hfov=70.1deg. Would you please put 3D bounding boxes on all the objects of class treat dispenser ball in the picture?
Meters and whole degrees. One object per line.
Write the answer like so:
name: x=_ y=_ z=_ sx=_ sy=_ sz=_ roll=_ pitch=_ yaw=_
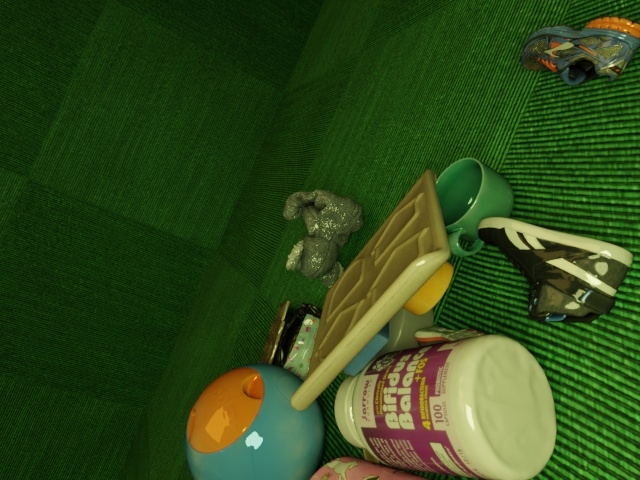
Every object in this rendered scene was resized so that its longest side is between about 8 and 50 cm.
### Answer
treat dispenser ball: x=-0.134 y=0.405 z=0.954 sx=0.288 sy=0.288 sz=0.288 roll=-47 pitch=30 yaw=38

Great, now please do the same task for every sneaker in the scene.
sneaker: x=0.401 y=-0.296 z=0.738 sx=0.221 sy=0.083 sz=0.087 roll=-136 pitch=64 yaw=-69
sneaker: x=0.217 y=0.178 z=0.735 sx=0.158 sy=0.061 sz=0.064 roll=-8 pitch=89 yaw=64
sneaker: x=0.289 y=0.043 z=0.628 sx=0.217 sy=0.079 sz=0.121 roll=22 pitch=89 yaw=57

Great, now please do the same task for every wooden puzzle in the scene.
wooden puzzle: x=0.098 y=0.072 z=0.721 sx=0.322 sy=0.081 sz=0.347 roll=-53 pitch=5 yaw=27

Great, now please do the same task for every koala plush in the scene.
koala plush: x=0.000 y=0.000 z=1.186 sx=0.203 sy=0.196 sz=0.221 roll=-7 pitch=58 yaw=52

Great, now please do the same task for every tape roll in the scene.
tape roll: x=0.121 y=0.171 z=0.901 sx=0.219 sy=0.072 sz=0.219 roll=-48 pitch=29 yaw=38

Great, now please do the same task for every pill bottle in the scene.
pill bottle: x=0.151 y=0.237 z=0.651 sx=0.302 sy=0.169 sz=0.169 roll=-32 pitch=41 yaw=52

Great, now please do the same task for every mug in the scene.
mug: x=0.257 y=-0.052 z=0.786 sx=0.157 sy=0.098 sz=0.129 roll=-63 pitch=24 yaw=9

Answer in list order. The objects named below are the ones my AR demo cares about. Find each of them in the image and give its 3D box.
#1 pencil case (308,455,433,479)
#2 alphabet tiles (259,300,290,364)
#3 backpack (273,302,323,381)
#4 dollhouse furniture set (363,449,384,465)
pencil case: x=0.118 y=0.397 z=0.588 sx=0.386 sy=0.160 sz=0.167 roll=-24 pitch=56 yaw=57
alphabet tiles: x=-0.145 y=0.310 z=1.288 sx=0.342 sy=0.011 sz=0.284 roll=133 pitch=155 yaw=-76
backpack: x=-0.044 y=0.257 z=1.113 sx=0.152 sy=0.115 sz=0.181 roll=118 pitch=173 yaw=-67
dollhouse furniture set: x=0.078 y=0.344 z=0.817 sx=0.091 sy=0.081 sz=0.114 roll=-55 pitch=26 yaw=25
